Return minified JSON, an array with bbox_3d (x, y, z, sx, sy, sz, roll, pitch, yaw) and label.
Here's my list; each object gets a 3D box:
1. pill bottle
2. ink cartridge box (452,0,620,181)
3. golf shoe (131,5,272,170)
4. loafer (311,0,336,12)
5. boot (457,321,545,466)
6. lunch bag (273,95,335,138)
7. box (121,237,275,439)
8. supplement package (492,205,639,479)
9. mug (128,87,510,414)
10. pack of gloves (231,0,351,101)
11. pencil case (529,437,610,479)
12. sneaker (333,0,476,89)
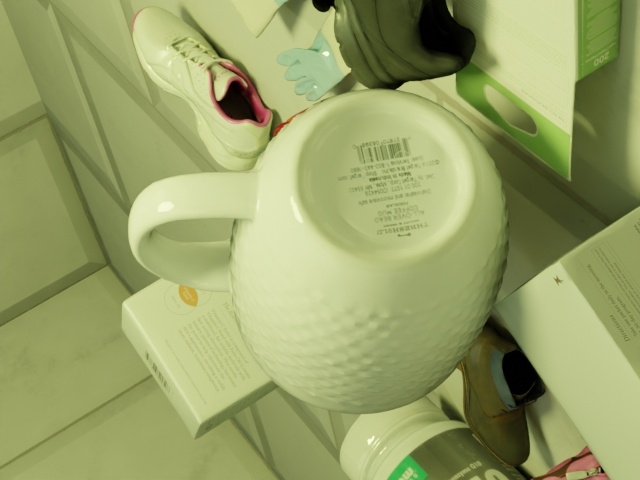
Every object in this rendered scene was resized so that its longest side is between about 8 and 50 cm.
[{"bbox_3d":[0.197,0.386,1.720,0.361,0.204,0.204,42,156,41],"label":"pill bottle"},{"bbox_3d":[0.182,-0.188,1.062,0.171,0.056,0.235,45,160,38],"label":"ink cartridge box"},{"bbox_3d":[-0.174,-0.256,1.870,0.306,0.115,0.140,51,151,5],"label":"golf shoe"},{"bbox_3d":[0.018,-0.284,1.311,0.223,0.078,0.076,51,160,25],"label":"loafer"},{"bbox_3d":[0.234,0.206,1.528,0.106,0.082,0.219,24,140,66],"label":"boot"},{"bbox_3d":[0.077,-0.039,1.511,0.258,0.120,0.293,7,126,63],"label":"lunch bag"},{"bbox_3d":[-0.099,0.112,1.838,0.215,0.345,0.168,56,163,9],"label":"box"},{"bbox_3d":[0.302,0.110,1.055,0.261,0.145,0.204,57,166,8],"label":"supplement package"},{"bbox_3d":[0.000,0.000,1.190,0.328,0.374,0.276,99,174,-69],"label":"mug"},{"bbox_3d":[-0.015,-0.283,1.495,0.195,0.046,0.232,59,152,-2],"label":"pack of gloves"},{"bbox_3d":[0.257,0.322,1.445,0.095,0.209,0.098,58,178,16],"label":"pencil case"},{"bbox_3d":[0.048,-0.257,1.066,0.130,0.109,0.286,5,142,46],"label":"sneaker"}]
